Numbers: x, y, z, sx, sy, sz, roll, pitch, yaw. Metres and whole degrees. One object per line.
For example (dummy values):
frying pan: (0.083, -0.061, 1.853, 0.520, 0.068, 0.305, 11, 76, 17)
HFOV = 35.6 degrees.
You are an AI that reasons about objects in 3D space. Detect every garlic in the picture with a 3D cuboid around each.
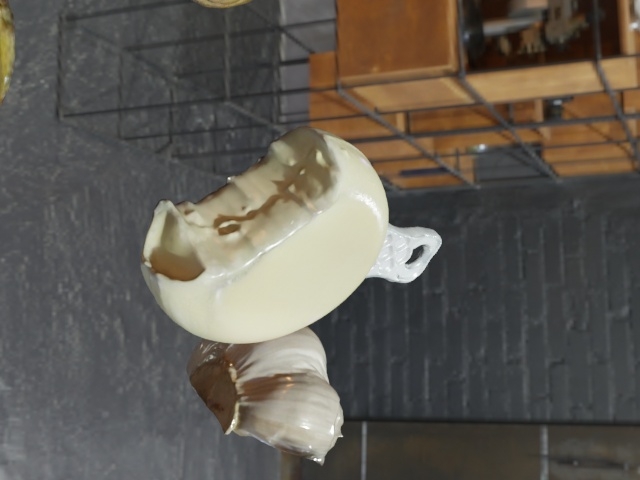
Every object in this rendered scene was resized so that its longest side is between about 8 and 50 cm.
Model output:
garlic: (-0.055, 0.162, 1.205, 0.178, 0.229, 0.143, 23, 90, -45)

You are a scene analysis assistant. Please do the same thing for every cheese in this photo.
cheese: (-0.010, 0.016, 0.702, 0.071, 0.163, 0.249, 48, 5, 33)

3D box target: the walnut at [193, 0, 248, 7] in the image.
walnut: (-0.125, -0.384, 1.221, 0.213, 0.213, 0.213, -3, 90, -69)

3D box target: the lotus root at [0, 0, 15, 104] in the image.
lotus root: (-0.261, -0.094, 0.306, 0.346, 0.250, 0.251, 8, 79, -60)
